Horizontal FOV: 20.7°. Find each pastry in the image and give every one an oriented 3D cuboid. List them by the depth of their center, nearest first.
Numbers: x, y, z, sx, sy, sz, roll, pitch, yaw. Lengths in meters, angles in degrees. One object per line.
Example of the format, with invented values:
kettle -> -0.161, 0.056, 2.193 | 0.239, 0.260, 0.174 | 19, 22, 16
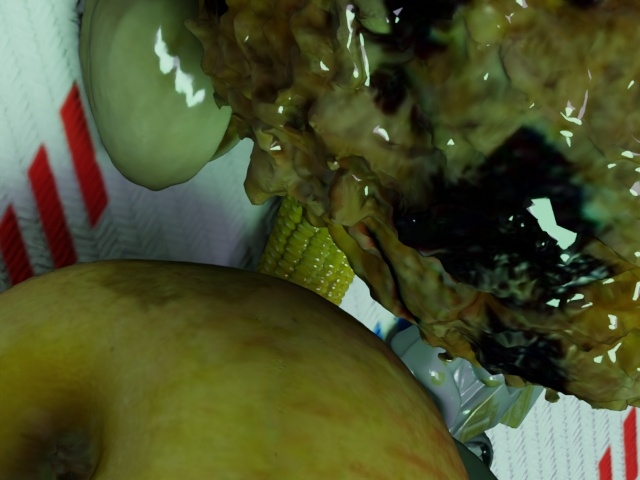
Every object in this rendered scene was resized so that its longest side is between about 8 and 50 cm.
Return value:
pastry -> 0.130, -0.082, 0.898 | 0.405, 0.337, 0.292 | 50, 57, -27

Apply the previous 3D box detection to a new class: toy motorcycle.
toy motorcycle -> 0.106, 0.092, 1.293 | 0.152, 0.073, 0.225 | 14, 108, -40

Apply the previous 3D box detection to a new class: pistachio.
pistachio -> -0.087, -0.099, 1.000 | 0.113, 0.113, 0.149 | -7, 126, -35

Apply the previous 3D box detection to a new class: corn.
corn -> 0.000, 0.000, 1.153 | 0.067, 0.067, 0.206 | 8, 111, -41

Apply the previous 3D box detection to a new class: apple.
apple -> -0.082, 0.183, 0.992 | 0.364, 0.364, 0.363 | -20, 128, -27

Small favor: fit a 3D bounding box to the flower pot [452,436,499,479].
flower pot -> 0.037, 0.260, 1.257 | 0.269, 0.269, 0.166 | -50, 158, 0
